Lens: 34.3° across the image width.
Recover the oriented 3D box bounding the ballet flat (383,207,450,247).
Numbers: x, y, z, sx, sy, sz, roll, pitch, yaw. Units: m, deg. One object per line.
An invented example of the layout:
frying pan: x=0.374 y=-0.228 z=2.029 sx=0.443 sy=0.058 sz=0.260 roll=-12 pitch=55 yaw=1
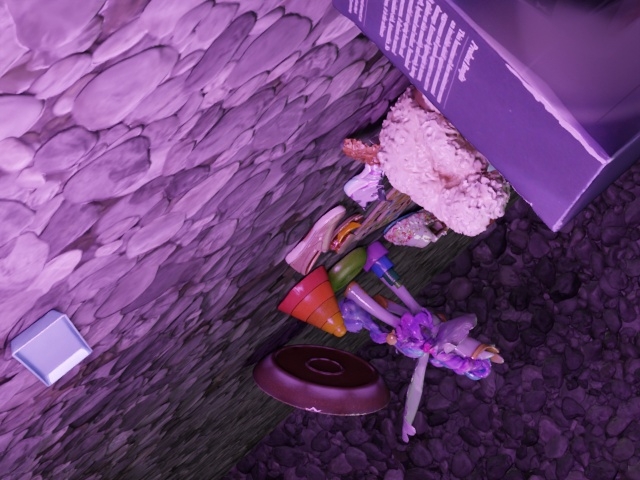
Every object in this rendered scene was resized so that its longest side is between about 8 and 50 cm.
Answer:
ballet flat: x=0.218 y=-0.026 z=2.221 sx=0.091 sy=0.077 sz=0.241 roll=-47 pitch=167 yaw=30

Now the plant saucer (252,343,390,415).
plant saucer: x=0.006 y=0.295 z=2.280 sx=0.310 sy=0.310 sz=0.050 roll=-20 pitch=124 yaw=-64

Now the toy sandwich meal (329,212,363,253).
toy sandwich meal: x=0.048 y=-0.012 z=1.800 sx=0.085 sy=0.029 sz=0.085 roll=-40 pitch=169 yaw=-9

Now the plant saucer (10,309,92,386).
plant saucer: x=-0.295 y=0.119 z=1.138 sx=0.067 sy=0.018 sz=0.192 roll=-39 pitch=170 yaw=-14

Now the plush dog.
plush dog: x=0.164 y=-0.168 z=1.328 sx=0.262 sy=0.210 sz=0.225 roll=-82 pitch=-164 yaw=-62

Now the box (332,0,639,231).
box: x=0.217 y=-0.225 z=0.866 sx=0.296 sy=0.294 sz=0.183 roll=-40 pitch=169 yaw=-12

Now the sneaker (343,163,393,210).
sneaker: x=0.089 y=-0.086 z=1.550 sx=0.098 sy=0.069 sz=0.038 roll=-47 pitch=168 yaw=25

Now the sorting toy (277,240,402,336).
sorting toy: x=0.065 y=0.102 z=2.055 sx=0.127 sy=0.126 sz=0.365 roll=-49 pitch=166 yaw=31

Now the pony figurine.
pony figurine: x=0.211 y=0.211 z=2.229 sx=0.303 sy=0.363 sz=0.351 roll=-60 pitch=169 yaw=26

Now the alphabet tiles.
alphabet tiles: x=0.161 y=-0.092 z=1.945 sx=0.198 sy=0.009 sz=0.237 roll=-27 pitch=162 yaw=-53

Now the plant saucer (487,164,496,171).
plant saucer: x=0.350 y=-0.150 z=2.307 sx=0.195 sy=0.037 sz=0.195 roll=-40 pitch=169 yaw=-9

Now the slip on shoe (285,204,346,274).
slip on shoe: x=0.000 y=0.000 z=1.647 sx=0.135 sy=0.041 sz=0.051 roll=-46 pitch=168 yaw=20
